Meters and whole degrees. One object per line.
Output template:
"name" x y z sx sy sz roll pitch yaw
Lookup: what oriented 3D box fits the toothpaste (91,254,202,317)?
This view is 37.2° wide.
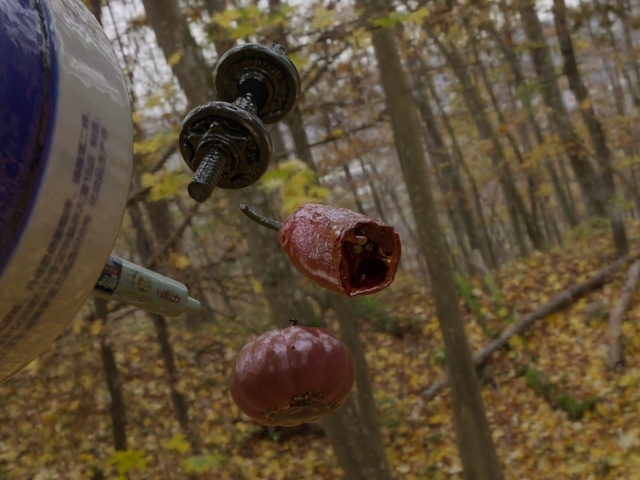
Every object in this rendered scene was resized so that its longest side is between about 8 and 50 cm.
"toothpaste" -0.220 0.037 0.979 0.233 0.060 0.038 24 -8 -35

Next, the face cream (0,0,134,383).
"face cream" -0.180 -0.034 0.371 0.206 0.205 0.111 -13 -18 16

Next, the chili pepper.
"chili pepper" 0.003 0.004 1.600 0.131 0.134 0.338 -16 17 -28

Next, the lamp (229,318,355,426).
"lamp" -0.042 0.187 1.358 0.182 0.140 0.182 -12 -33 -8

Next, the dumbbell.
"dumbbell" -0.068 -0.109 0.818 0.082 0.081 0.254 -12 31 21
